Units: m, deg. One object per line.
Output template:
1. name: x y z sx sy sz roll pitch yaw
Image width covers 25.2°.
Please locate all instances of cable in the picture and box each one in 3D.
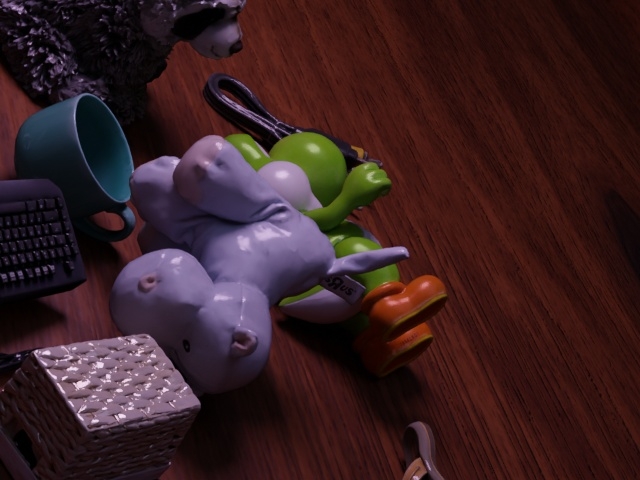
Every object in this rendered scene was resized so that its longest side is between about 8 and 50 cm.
1. cable: -0.050 -0.131 2.044 0.287 0.072 0.139 25 45 1

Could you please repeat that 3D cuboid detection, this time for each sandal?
1. sandal: 0.105 0.269 1.585 0.049 0.072 0.180 10 34 -16

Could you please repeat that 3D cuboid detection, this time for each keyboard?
1. keyboard: -0.318 0.044 1.357 0.317 0.033 0.201 -13 92 -64

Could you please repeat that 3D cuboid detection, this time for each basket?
1. basket: -0.209 0.163 1.334 0.167 0.103 0.113 -6 50 -52

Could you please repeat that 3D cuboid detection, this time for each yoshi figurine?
1. yoshi figurine: 0.022 -0.017 1.804 0.362 0.203 0.203 47 13 22

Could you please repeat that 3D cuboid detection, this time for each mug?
1. mug: -0.279 -0.076 1.603 0.129 0.097 0.157 25 50 -68

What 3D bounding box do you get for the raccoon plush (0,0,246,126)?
1. raccoon plush: -0.298 -0.347 1.784 0.446 0.299 0.216 31 29 -12

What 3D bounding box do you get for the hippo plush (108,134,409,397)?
1. hippo plush: -0.113 0.065 1.545 0.294 0.234 0.236 33 53 -10
